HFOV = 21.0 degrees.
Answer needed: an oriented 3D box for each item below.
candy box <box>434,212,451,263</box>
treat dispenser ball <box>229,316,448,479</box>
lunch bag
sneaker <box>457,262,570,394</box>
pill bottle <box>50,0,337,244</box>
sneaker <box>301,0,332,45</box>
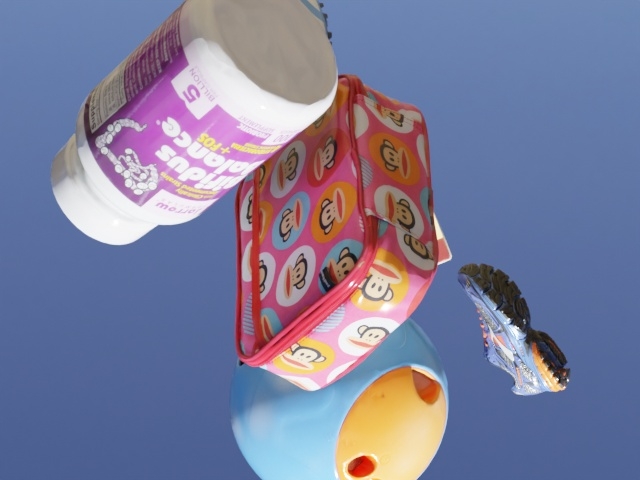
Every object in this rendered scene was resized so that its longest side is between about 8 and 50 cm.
[{"bbox_3d":[0.032,-0.035,2.057,0.183,0.087,0.316,-22,-159,1],"label":"candy box"},{"bbox_3d":[0.024,0.210,2.262,0.288,0.288,0.288,3,-159,-1],"label":"treat dispenser ball"},{"bbox_3d":[0.000,0.000,1.779,0.120,0.258,0.293,25,-138,-27],"label":"lunch bag"},{"bbox_3d":[0.250,0.129,2.379,0.087,0.221,0.083,-30,-170,29],"label":"sneaker"},{"bbox_3d":[-0.136,-0.118,1.708,0.169,0.301,0.169,25,-134,-30],"label":"pill bottle"},{"bbox_3d":[-0.079,-0.270,1.781,0.237,0.085,0.086,52,-135,6],"label":"sneaker"}]
